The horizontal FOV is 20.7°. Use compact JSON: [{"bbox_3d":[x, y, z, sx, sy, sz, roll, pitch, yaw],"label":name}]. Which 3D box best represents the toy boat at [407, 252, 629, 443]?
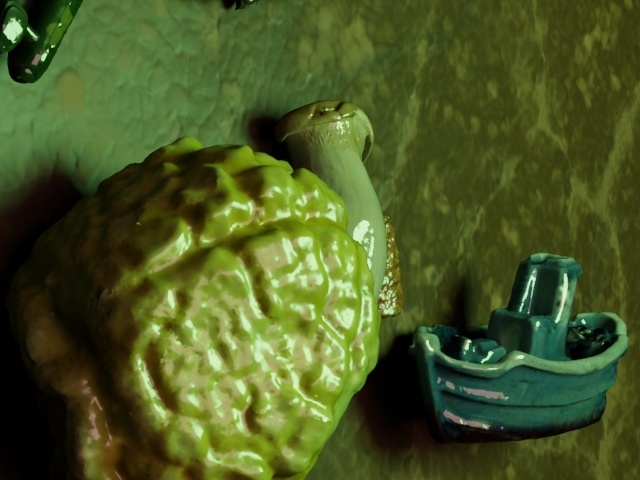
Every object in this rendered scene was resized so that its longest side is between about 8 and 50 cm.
[{"bbox_3d":[0.167,0.084,1.443,0.309,0.129,0.142,-3,101,-52],"label":"toy boat"}]

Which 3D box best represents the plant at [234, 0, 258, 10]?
[{"bbox_3d":[-0.022,-0.209,1.262,0.174,0.085,0.087,-28,134,-56],"label":"plant"}]

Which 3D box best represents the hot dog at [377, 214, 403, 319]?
[{"bbox_3d":[0.041,0.020,1.356,0.058,0.035,0.083,-18,102,-53],"label":"hot dog"}]

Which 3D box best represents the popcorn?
[{"bbox_3d":[-0.087,0.072,1.079,0.225,0.173,0.286,23,79,-34],"label":"popcorn"}]

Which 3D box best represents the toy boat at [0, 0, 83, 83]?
[{"bbox_3d":[-0.170,-0.195,1.075,0.104,0.052,0.210,48,52,-37],"label":"toy boat"}]

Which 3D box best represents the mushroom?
[{"bbox_3d":[-0.001,0.000,1.261,0.097,0.088,0.212,11,70,-20],"label":"mushroom"}]
